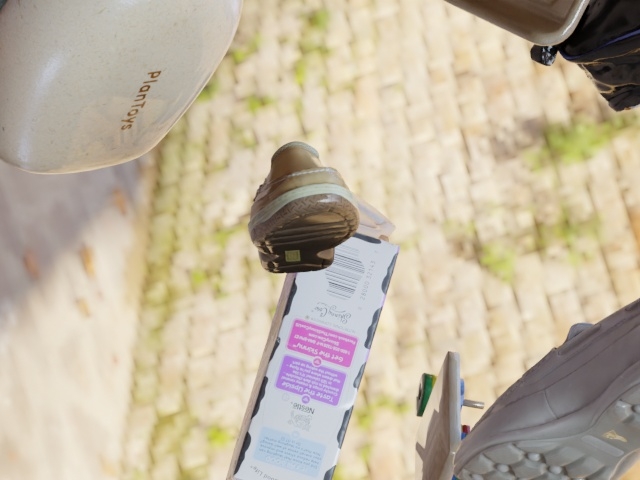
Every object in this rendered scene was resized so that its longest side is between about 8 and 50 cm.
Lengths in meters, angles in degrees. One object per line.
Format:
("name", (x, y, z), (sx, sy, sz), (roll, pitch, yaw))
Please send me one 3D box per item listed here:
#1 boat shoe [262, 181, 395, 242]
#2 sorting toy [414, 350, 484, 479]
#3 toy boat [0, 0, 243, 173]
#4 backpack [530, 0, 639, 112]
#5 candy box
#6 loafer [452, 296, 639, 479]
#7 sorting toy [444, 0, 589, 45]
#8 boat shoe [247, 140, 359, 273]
("boat shoe", (0.000, 0.000, 1.926), (0.112, 0.095, 0.335), (35, 6, 12))
("sorting toy", (0.127, 0.205, 1.852), (0.274, 0.046, 0.132), (-86, -171, -48))
("toy boat", (-0.207, -0.156, 1.347), (0.318, 0.267, 0.148), (-9, 60, -40))
("backpack", (0.372, -0.248, 1.789), (0.213, 0.276, 0.263), (40, 59, -32))
("candy box", (-0.010, 0.097, 1.438), (0.165, 0.070, 0.196), (121, -15, -79))
("loafer", (0.223, 0.124, 1.560), (0.112, 0.319, 0.111), (31, 51, -22))
("sorting toy", (0.221, -0.258, 1.549), (0.041, 0.229, 0.307), (28, 6, -26))
("boat shoe", (-0.017, -0.029, 1.241), (0.190, 0.068, 0.072), (126, -39, -76))
